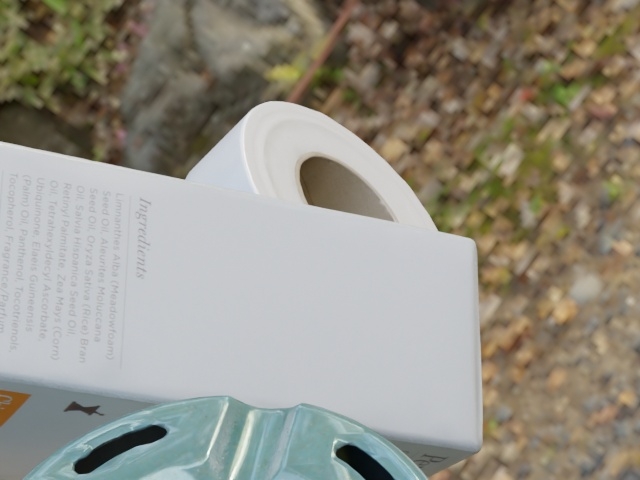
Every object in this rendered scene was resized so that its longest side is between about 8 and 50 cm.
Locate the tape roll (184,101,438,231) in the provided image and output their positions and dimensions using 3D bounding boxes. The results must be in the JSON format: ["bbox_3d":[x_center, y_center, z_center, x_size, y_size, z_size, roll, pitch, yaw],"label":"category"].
[{"bbox_3d":[0.000,0.000,1.802,0.100,0.286,0.286,-42,19,28],"label":"tape roll"}]

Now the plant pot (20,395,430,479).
[{"bbox_3d":[-0.045,0.289,1.021,0.341,0.341,0.334,-75,-15,-51],"label":"plant pot"}]

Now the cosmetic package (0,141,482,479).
[{"bbox_3d":[-0.140,0.069,1.240,0.230,0.453,0.161,140,135,-56],"label":"cosmetic package"}]
